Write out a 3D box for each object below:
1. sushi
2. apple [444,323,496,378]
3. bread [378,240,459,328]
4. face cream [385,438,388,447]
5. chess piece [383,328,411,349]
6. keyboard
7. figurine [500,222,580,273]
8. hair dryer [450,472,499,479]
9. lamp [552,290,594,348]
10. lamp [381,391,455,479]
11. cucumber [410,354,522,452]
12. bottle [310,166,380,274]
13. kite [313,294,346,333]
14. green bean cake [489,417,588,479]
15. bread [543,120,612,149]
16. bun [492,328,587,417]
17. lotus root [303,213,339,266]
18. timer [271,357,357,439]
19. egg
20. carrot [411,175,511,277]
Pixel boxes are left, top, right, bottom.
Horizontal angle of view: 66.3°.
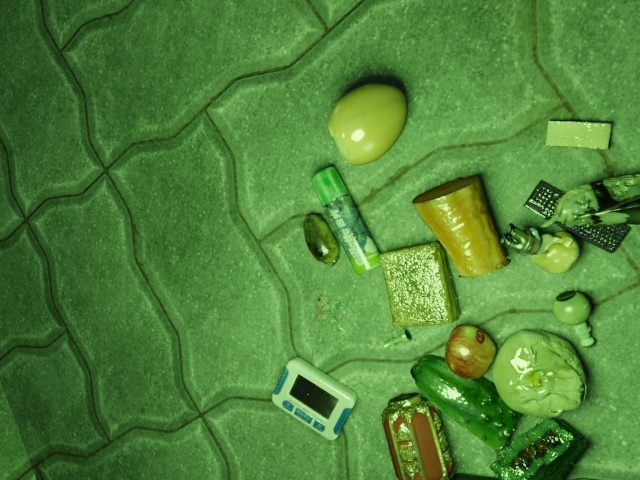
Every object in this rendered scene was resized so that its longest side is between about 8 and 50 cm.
[{"bbox_3d":[0.691,-0.096,1.218,0.273,0.134,0.109,-8,68,33],"label":"sushi"},{"bbox_3d":[0.416,0.312,1.365,0.131,0.146,0.146,20,103,13],"label":"apple"},{"bbox_3d":[0.287,0.128,1.415,0.184,0.110,0.234,-12,90,26],"label":"bread"},{"bbox_3d":[0.270,0.684,1.512,0.072,0.051,0.182,-38,80,18],"label":"face cream"},{"bbox_3d":[0.229,0.305,1.495,0.093,0.042,0.042,-35,82,29],"label":"chess piece"},{"bbox_3d":[0.666,-0.060,1.285,0.250,0.017,0.087,33,106,15],"label":"keyboard"},{"bbox_3d":[0.564,0.017,1.266,0.196,0.108,0.114,18,111,-2],"label":"figurine"},{"bbox_3d":[0.457,0.828,1.433,0.244,0.116,0.302,-5,101,25],"label":"hair dryer"},{"bbox_3d":[0.674,0.212,1.282,0.091,0.091,0.163,-25,100,23],"label":"lamp"},{"bbox_3d":[0.281,0.586,1.423,0.177,0.177,0.274,-20,78,23],"label":"lamp"},{"bbox_3d":[0.409,0.447,1.405,0.325,0.105,0.145,35,108,18],"label":"cucumber"},{"bbox_3d":[0.078,-0.060,1.484,0.093,0.093,0.330,-29,85,23],"label":"bottle"},{"bbox_3d":[0.031,0.242,1.585,0.137,0.005,0.152,-32,84,25],"label":"kite"},{"bbox_3d":[0.578,0.566,1.299,0.208,0.193,0.107,-62,29,17],"label":"green bean cake"},{"bbox_3d":[0.659,-0.270,1.258,0.154,0.028,0.068,7,98,22],"label":"bread"},{"bbox_3d":[0.578,0.360,1.300,0.239,0.141,0.239,1,93,21],"label":"bun"},{"bbox_3d":[0.000,0.000,1.529,0.089,0.080,0.179,-31,83,22],"label":"lotus root"},{"bbox_3d":[-0.019,0.510,1.598,0.253,0.078,0.178,29,104,16],"label":"timer"},{"bbox_3d":[0.134,-0.332,1.375,0.244,0.201,0.201,-37,82,12],"label":"egg"},{"bbox_3d":[0.383,-0.030,1.332,0.196,0.196,0.254,-21,97,23],"label":"carrot"}]
